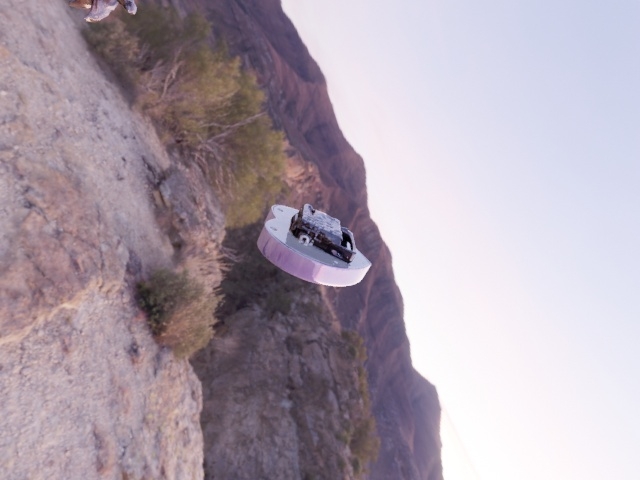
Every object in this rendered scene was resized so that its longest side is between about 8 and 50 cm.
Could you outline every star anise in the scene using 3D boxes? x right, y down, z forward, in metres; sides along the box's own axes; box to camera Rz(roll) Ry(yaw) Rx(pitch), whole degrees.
[{"bbox_3d":[-0.278,-0.347,0.574,0.141,0.141,0.042,70,16,6],"label":"star anise"}]

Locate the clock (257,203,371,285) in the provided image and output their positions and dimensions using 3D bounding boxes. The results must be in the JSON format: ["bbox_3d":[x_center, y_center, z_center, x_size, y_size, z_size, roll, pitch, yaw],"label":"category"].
[{"bbox_3d":[0.000,0.000,0.650,0.172,0.064,0.198,25,18,-8],"label":"clock"}]
